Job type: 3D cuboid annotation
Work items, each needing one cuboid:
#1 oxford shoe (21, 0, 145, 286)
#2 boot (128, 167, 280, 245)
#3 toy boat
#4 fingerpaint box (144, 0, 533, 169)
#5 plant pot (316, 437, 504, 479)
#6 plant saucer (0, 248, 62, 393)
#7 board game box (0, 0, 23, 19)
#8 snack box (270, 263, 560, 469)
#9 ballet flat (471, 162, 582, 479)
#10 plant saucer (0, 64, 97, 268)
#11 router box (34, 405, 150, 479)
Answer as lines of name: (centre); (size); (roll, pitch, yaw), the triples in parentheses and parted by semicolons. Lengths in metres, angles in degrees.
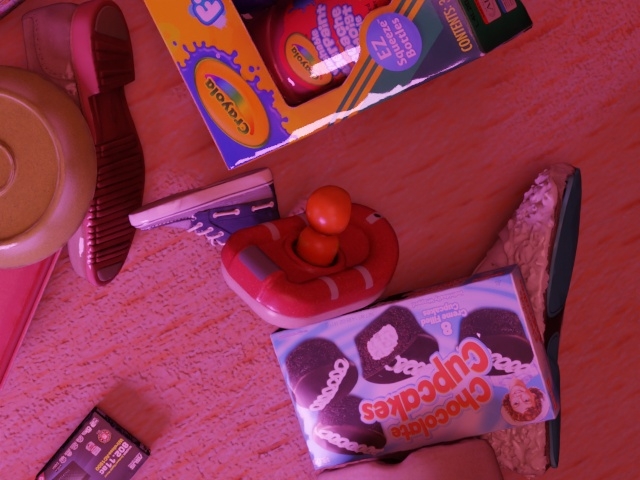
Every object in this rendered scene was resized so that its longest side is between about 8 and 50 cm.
oxford shoe: (-0.298, -0.118, 1.645); (0.130, 0.123, 0.348); (3, 98, 21)
boot: (-0.137, -0.024, 1.668); (0.190, 0.069, 0.086); (-18, 100, -16)
toy boat: (0.000, 0.000, 1.618); (0.151, 0.231, 0.151); (42, 128, 29)
fingerpaint box: (-0.033, -0.354, 1.519); (0.371, 0.163, 0.445); (-21, 99, 35)
plant pot: (0.129, 0.410, 1.634); (0.334, 0.334, 0.305); (-11, 79, -6)
plant saucer: (-0.469, 0.057, 1.635); (0.258, 0.048, 0.259); (23, 91, 1)
board game box: (-0.344, -0.325, 1.586); (0.193, 0.147, 0.045); (-39, 99, -3)
snack box: (0.116, 0.160, 1.665); (0.322, 0.060, 0.187); (-16, 97, 20)
ballet flat: (0.249, 0.102, 1.712); (0.147, 0.147, 0.409); (3, 94, -8)
plant saucer: (-0.381, -0.085, 1.570); (0.241, 0.037, 0.241); (1, 95, 11)
router box: (-0.288, 0.285, 1.697); (0.092, 0.038, 0.122); (40, 89, -9)
